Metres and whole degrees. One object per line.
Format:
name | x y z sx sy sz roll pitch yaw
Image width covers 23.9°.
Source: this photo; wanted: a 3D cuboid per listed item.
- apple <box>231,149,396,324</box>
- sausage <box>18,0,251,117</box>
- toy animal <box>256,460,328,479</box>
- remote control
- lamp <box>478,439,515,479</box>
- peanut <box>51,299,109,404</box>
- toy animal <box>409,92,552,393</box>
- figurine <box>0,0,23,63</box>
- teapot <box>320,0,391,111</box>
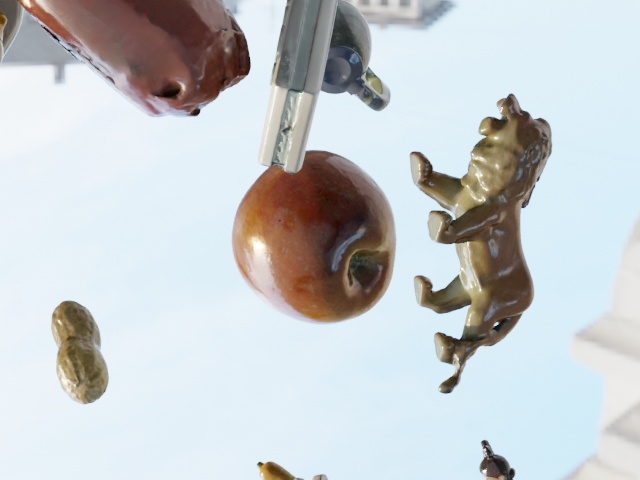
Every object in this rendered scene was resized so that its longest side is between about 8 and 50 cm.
apple | 0.000 0.000 2.199 0.253 0.253 0.253 1 -157 0
sausage | -0.200 -0.240 1.573 0.280 0.152 0.152 39 -152 0
toy animal | -0.065 0.419 2.317 0.182 0.131 0.127 -17 -149 28
remote control | -0.022 -0.196 1.617 0.055 0.103 0.277 12 -141 -2
lamp | 0.232 0.373 1.833 0.118 0.253 0.118 -34 179 -1
peanut | -0.393 0.177 2.446 0.089 0.089 0.193 -7 -131 -17
toy animal | 0.182 -0.003 1.636 0.157 0.312 0.097 -9 -161 -13
figurine | -0.377 -0.190 1.587 0.141 0.166 0.250 18 -111 45
teapot | 0.019 -0.218 1.895 0.111 0.149 0.108 -18 -145 4
